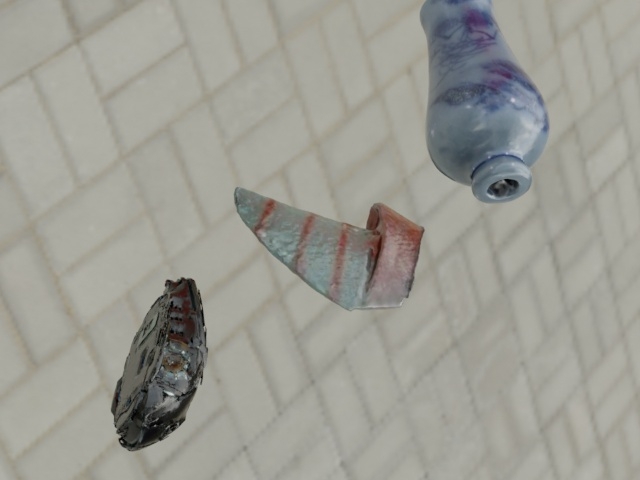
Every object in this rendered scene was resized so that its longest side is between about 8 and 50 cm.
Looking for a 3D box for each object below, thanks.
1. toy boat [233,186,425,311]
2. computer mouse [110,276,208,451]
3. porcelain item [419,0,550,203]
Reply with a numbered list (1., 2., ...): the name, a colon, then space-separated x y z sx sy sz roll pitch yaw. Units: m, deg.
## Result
1. toy boat: 0.000 0.000 1.954 0.096 0.282 0.206 115 -6 -50
2. computer mouse: -0.172 0.142 1.528 0.078 0.146 0.241 27 43 -18
3. porcelain item: 0.174 -0.162 1.510 0.141 0.141 0.259 31 39 -46
